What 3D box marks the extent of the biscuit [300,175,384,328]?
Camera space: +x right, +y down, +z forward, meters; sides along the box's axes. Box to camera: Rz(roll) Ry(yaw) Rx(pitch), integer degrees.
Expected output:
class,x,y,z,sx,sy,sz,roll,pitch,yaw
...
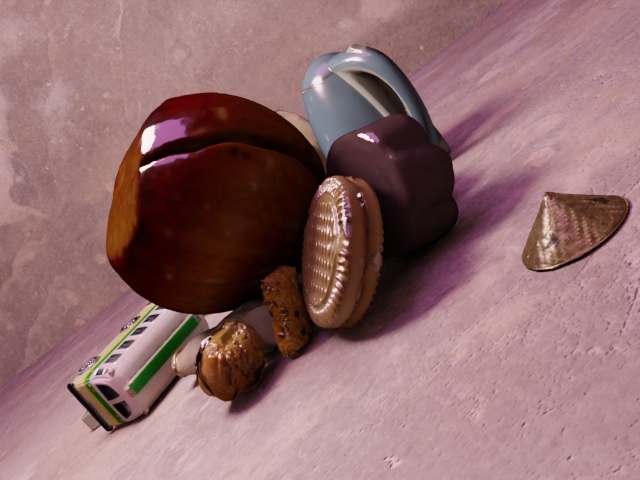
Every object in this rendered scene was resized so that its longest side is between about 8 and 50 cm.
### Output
class,x,y,z,sx,sy,sz,roll,pitch,yaw
biscuit,0.029,0.017,1.138,0.259,0.079,0.259,-174,90,-73

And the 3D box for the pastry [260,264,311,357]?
class,x,y,z,sx,sy,sz,roll,pitch,yaw
pastry,-0.053,0.115,1.198,0.056,0.140,0.080,-3,23,32

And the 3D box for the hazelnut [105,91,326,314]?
class,x,y,z,sx,sy,sz,roll,pitch,yaw
hazelnut,-0.199,-0.070,1.342,0.402,0.402,0.429,-55,-8,-51

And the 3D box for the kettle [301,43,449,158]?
class,x,y,z,sx,sy,sz,roll,pitch,yaw
kettle,0.114,-0.276,1.612,0.247,0.342,0.320,-46,15,-30

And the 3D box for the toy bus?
class,x,y,z,sx,sy,sz,roll,pitch,yaw
toy bus,-0.381,0.253,1.610,0.179,0.143,0.305,-24,19,41

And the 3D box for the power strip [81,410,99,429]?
class,x,y,z,sx,sy,sz,roll,pitch,yaw
power strip,-0.504,0.351,1.837,0.106,0.043,0.367,-37,13,7

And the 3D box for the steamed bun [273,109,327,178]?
class,x,y,z,sx,sy,sz,roll,pitch,yaw
steamed bun,-0.085,-0.179,1.974,0.248,0.339,0.352,-5,-10,-18

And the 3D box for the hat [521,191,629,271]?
class,x,y,z,sx,sy,sz,roll,pitch,yaw
hat,0.293,-0.033,0.897,0.146,0.067,0.146,-37,13,10

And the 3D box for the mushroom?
class,x,y,z,sx,sy,sz,roll,pitch,yaw
mushroom,-0.164,0.186,1.363,0.351,0.097,0.109,-31,1,45

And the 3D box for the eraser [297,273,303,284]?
class,x,y,z,sx,sy,sz,roll,pitch,yaw
eraser,0.000,0.000,1.522,0.290,0.104,0.189,-31,23,34

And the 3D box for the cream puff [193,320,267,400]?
class,x,y,z,sx,sy,sz,roll,pitch,yaw
cream puff,-0.142,0.200,1.201,0.104,0.119,0.133,10,61,44

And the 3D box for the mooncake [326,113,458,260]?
class,x,y,z,sx,sy,sz,roll,pitch,yaw
mooncake,0.117,-0.088,1.217,0.133,0.244,0.245,-26,7,-22
